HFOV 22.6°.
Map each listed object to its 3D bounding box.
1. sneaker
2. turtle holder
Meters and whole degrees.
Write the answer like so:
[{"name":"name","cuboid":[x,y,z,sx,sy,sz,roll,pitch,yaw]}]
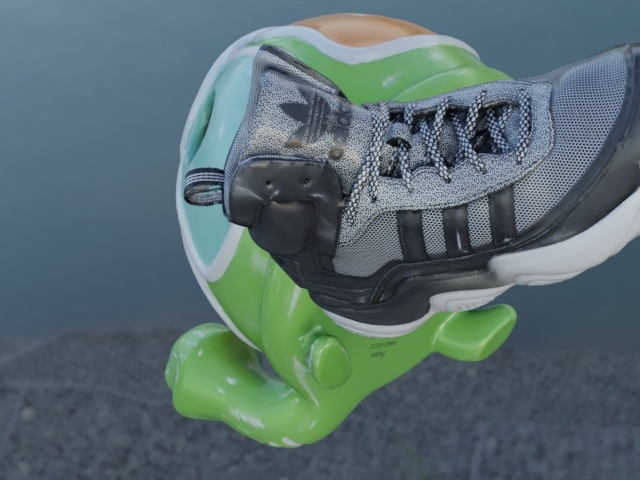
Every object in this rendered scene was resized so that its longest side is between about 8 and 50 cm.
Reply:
[{"name":"sneaker","cuboid":[0.046,-0.041,0.762,0.268,0.153,0.101,-29,42,45]},{"name":"turtle holder","cuboid":[0.015,-0.012,1.136,0.243,0.320,0.227,-27,52,-32]}]
